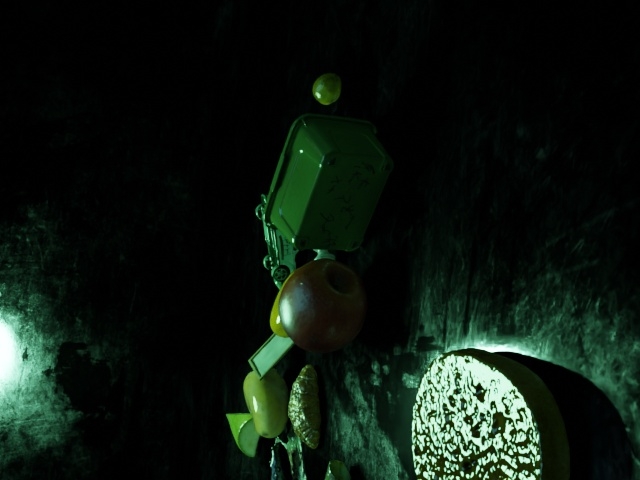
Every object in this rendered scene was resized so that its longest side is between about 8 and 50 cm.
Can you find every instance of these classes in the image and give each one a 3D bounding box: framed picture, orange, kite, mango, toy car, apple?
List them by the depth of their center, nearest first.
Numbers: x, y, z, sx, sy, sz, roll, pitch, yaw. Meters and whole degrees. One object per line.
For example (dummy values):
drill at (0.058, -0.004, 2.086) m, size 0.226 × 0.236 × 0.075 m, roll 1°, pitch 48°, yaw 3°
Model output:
apple at (0.006, 0.160, 1.714) m, size 0.201 × 0.218 × 0.218 m, roll -54°, pitch 34°, yaw 37°
mango at (-0.067, 0.180, 2.034) m, size 0.157 × 0.109 × 0.262 m, roll -92°, pitch 27°, yaw -47°
kite at (-0.091, 0.644, 2.055) m, size 0.268 × 0.013 × 0.323 m, roll -149°, pitch 69°, yaw -66°
orange at (0.021, -0.448, 2.057) m, size 0.095 × 0.085 × 0.085 m, roll -53°, pitch 34°, yaw 33°
framed picture at (-0.133, 0.322, 2.127) m, size 0.201 × 0.010 × 0.136 m, roll -47°, pitch 26°, yaw -2°
toy car at (-0.120, -0.001, 2.200) m, size 0.136 × 0.125 × 0.306 m, roll -137°, pitch 36°, yaw -66°

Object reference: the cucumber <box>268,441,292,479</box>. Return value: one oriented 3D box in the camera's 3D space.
cucumber at (-0.109, 0.725, 1.973) m, size 0.081 × 0.072 × 0.303 m, roll 126°, pitch 142°, yaw -53°

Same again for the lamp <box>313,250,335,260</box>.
lamp at (0.000, 0.000, 1.943) m, size 0.106 × 0.106 × 0.193 m, roll 130°, pitch 134°, yaw -53°

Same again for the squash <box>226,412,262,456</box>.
squash at (-0.272, 0.602, 2.407) m, size 0.252 × 0.093 × 0.169 m, roll -131°, pitch 51°, yaw -62°

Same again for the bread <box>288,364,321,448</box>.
bread at (-0.047, 0.455, 1.930) m, size 0.105 × 0.076 × 0.233 m, roll 135°, pitch 139°, yaw -54°

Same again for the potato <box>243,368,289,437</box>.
potato at (-0.160, 0.482, 2.112) m, size 0.146 × 0.150 × 0.234 m, roll -36°, pitch 40°, yaw 5°

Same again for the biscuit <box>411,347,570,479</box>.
biscuit at (0.272, 0.360, 1.181) m, size 0.394 × 0.070 × 0.351 m, roll -156°, pitch 73°, yaw -68°

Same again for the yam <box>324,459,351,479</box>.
yam at (0.038, 0.603, 1.682) m, size 0.070 × 0.069 × 0.147 m, roll -145°, pitch 65°, yaw -66°

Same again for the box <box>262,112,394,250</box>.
box at (0.024, -0.132, 1.739) m, size 0.178 × 0.252 × 0.329 m, roll 54°, pitch 134°, yaw 48°
